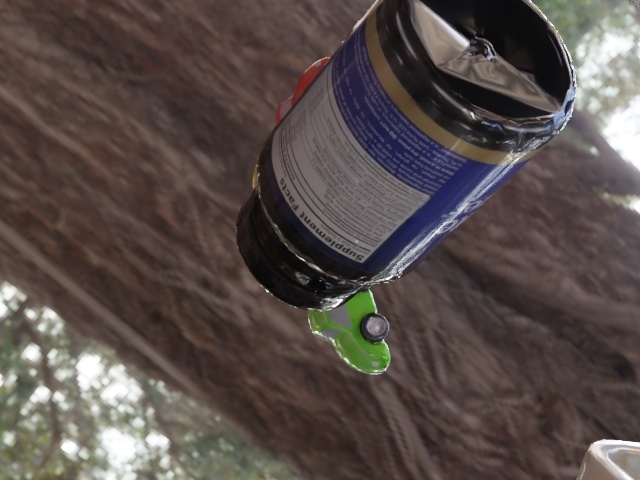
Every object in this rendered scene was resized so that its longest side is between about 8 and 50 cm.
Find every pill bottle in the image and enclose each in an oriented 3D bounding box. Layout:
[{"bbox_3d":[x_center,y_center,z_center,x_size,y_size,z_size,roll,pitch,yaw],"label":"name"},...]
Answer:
[{"bbox_3d":[0.038,-0.050,0.776,0.219,0.123,0.123,-47,-163,46],"label":"pill bottle"}]

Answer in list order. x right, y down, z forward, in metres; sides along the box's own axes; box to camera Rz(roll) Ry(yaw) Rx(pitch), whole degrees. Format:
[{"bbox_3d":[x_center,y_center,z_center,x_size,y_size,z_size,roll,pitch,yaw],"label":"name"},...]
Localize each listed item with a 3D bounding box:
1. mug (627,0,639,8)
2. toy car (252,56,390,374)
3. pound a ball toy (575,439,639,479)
[{"bbox_3d":[0.187,-0.244,0.337,0.328,0.276,0.374,124,-20,-50],"label":"mug"},{"bbox_3d":[0.000,0.000,1.038,0.053,0.225,0.239,-13,167,-14],"label":"toy car"},{"bbox_3d":[0.155,0.233,0.570,0.208,0.135,0.319,-134,-123,-65],"label":"pound a ball toy"}]
